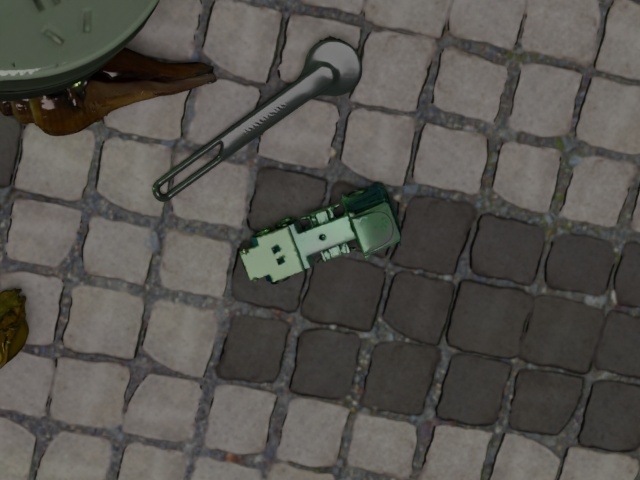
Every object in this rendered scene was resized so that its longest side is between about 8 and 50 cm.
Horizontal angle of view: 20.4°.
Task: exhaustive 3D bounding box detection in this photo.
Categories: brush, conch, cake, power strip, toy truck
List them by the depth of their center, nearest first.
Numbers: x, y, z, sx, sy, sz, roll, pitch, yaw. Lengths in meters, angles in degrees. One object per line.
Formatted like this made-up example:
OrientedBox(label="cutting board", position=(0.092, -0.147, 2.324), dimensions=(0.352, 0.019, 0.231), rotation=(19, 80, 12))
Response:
OrientedBox(label="power strip", position=(-0.311, -0.295, 1.699), dimensions=(0.357, 0.161, 0.358), rotation=(1, 86, -14))
OrientedBox(label="conch", position=(-0.230, -0.166, 1.839), dimensions=(0.232, 0.086, 0.080), rotation=(-25, 64, -11))
OrientedBox(label="cake", position=(-0.369, 0.138, 1.887), dimensions=(0.185, 0.116, 0.080), rotation=(-41, 105, 1))
OrientedBox(label="brush", position=(-0.070, -0.125, 1.889), dimensions=(0.266, 0.027, 0.062), rotation=(-35, 104, 8))
OrientedBox(label="toy truck", position=(0.000, 0.000, 1.893), dimensions=(0.175, 0.081, 0.067), rotation=(-20, 103, 1))
